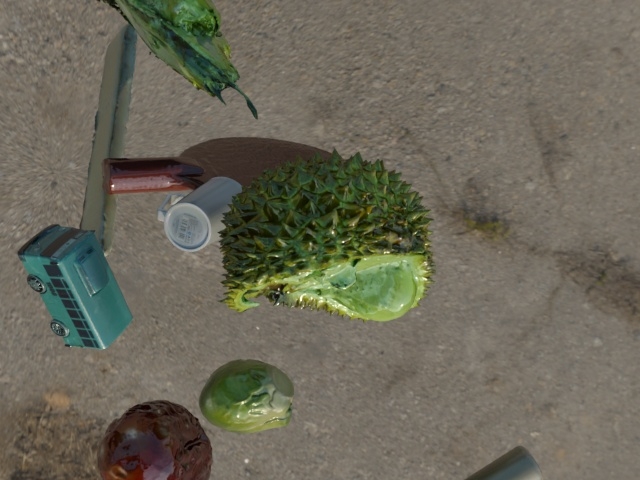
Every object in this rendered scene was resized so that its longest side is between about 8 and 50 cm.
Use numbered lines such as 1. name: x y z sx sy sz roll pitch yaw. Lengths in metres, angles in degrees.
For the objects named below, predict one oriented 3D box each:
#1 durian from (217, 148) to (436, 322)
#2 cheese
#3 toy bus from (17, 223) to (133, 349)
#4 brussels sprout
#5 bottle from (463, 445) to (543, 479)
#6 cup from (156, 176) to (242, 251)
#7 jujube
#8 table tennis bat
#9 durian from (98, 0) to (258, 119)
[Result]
1. durian: 0.003 -0.001 0.761 0.237 0.176 0.200 -2 138 -23
2. cheese: -0.334 -0.161 1.112 0.034 0.085 0.400 17 66 -41
3. toy bus: -0.321 0.062 0.934 0.079 0.092 0.160 -54 137 -48
4. brussels sprout: -0.122 0.251 1.140 0.155 0.155 0.117 -1 51 -20
5. bottle: 0.195 0.270 0.780 0.096 0.045 0.045 -29 105 -4
6. cup: -0.154 -0.035 0.871 0.104 0.116 0.074 15 111 12
7. jujube: -0.179 0.235 0.778 0.112 0.176 0.109 31 77 16
8. table tennis bat: -0.126 -0.105 1.098 0.415 0.268 0.051 -4 121 -28
9. durian: -0.192 -0.290 0.958 0.107 0.375 0.132 -42 150 -15
